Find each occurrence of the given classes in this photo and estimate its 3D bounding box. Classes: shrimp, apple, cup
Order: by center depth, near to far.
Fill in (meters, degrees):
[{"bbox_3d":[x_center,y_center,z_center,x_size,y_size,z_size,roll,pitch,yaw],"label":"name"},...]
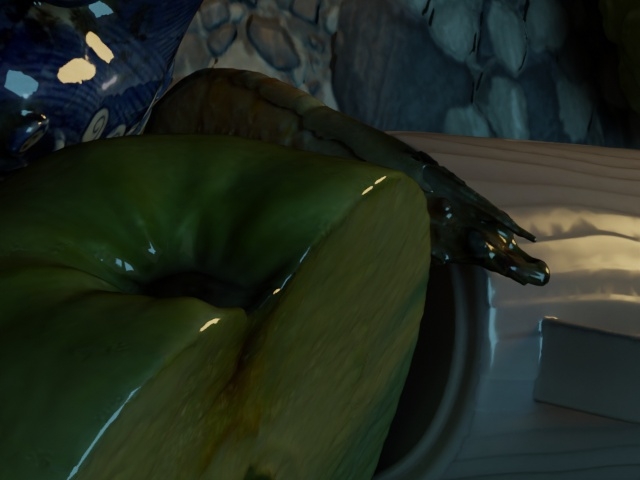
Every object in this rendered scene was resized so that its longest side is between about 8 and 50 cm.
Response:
[{"bbox_3d":[-0.078,0.123,0.761,0.312,0.320,0.360,-2,129,-17],"label":"apple"},{"bbox_3d":[0.001,0.000,0.921,0.052,0.251,0.143,-10,114,-46],"label":"shrimp"},{"bbox_3d":[0.130,0.064,1.021,0.273,0.288,0.208,3,124,-41],"label":"cup"}]

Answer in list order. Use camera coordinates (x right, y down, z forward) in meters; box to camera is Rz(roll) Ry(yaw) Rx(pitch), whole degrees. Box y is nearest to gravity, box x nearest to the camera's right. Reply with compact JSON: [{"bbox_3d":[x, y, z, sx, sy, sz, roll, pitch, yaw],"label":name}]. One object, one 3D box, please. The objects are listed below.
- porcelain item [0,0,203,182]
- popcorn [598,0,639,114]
[{"bbox_3d":[-0.097,-0.139,0.827,0.138,0.288,0.186,38,22,-2],"label":"porcelain item"},{"bbox_3d":[0.309,-0.162,1.252,0.270,0.224,0.258,56,35,-14],"label":"popcorn"}]
